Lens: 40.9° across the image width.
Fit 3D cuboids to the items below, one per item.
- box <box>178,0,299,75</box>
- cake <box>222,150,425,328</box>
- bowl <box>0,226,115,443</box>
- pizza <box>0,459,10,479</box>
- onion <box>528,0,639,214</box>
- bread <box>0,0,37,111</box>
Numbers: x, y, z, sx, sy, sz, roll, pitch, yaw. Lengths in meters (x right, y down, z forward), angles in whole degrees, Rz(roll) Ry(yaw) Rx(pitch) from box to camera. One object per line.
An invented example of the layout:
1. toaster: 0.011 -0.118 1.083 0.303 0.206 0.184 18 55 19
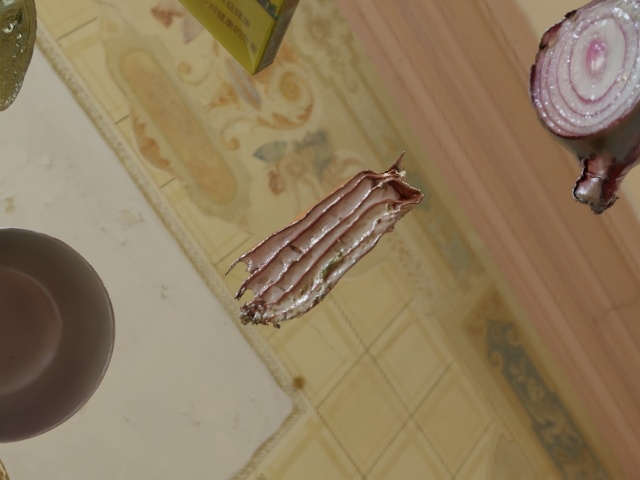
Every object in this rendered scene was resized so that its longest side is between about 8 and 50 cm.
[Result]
1. box: -0.075 -0.297 0.837 0.153 0.279 0.041 46 -120 6
2. cake: 0.004 0.006 1.040 0.287 0.135 0.098 -37 -87 -21
3. bowl: -0.444 0.125 1.182 0.287 0.143 0.287 1 -93 -34
4. pizza: -0.275 0.177 0.498 0.201 0.053 0.193 39 -117 20
5. onion: 0.307 -0.130 0.868 0.139 0.195 0.218 12 -98 -37
6. bread: -0.495 -0.302 1.288 0.070 0.236 0.236 12 -112 -3
